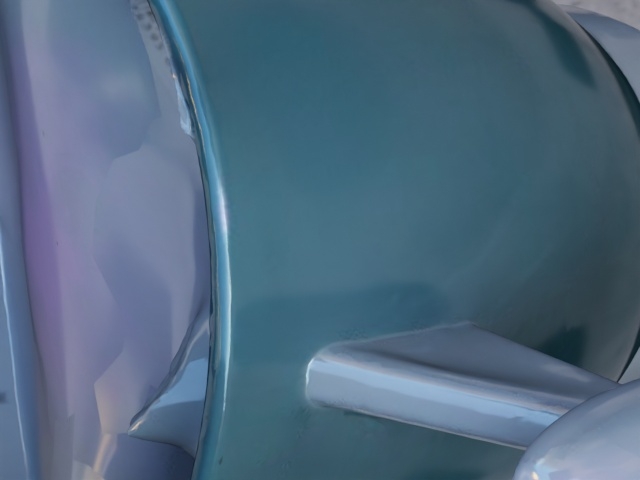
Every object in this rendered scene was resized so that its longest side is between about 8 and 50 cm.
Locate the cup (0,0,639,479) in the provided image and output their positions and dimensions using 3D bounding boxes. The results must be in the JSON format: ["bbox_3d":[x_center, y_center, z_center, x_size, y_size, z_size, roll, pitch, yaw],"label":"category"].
[{"bbox_3d":[0.000,0.000,0.436,0.300,0.173,0.167,24,113,47],"label":"cup"}]
